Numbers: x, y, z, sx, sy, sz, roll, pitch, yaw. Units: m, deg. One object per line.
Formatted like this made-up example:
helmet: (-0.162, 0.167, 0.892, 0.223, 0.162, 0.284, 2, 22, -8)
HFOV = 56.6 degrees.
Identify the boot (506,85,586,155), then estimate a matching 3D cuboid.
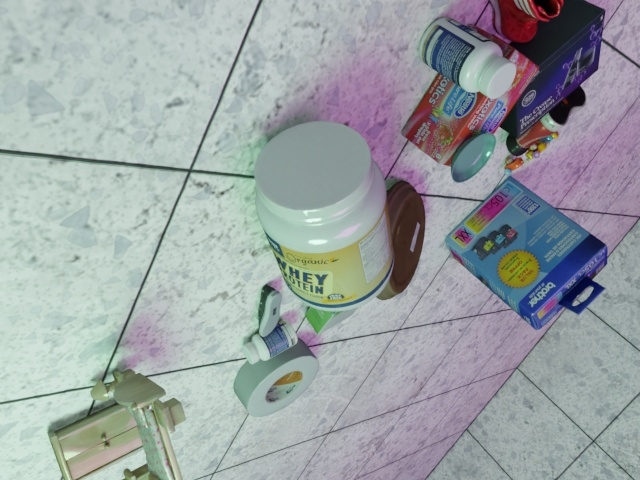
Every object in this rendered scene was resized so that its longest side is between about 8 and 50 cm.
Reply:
boot: (0.564, -0.309, 1.512, 0.244, 0.088, 0.176, -42, 179, -37)

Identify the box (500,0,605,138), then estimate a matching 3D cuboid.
box: (0.496, -0.384, 1.324, 0.261, 0.103, 0.184, -41, 144, -5)

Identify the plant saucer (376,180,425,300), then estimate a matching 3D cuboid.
plant saucer: (0.182, 0.003, 1.354, 0.278, 0.041, 0.278, -33, 128, -55)

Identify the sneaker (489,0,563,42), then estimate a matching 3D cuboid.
sneaker: (0.403, -0.429, 1.145, 0.087, 0.128, 0.221, -52, 146, 13)

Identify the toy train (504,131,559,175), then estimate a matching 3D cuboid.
toy train: (0.557, -0.247, 1.585, 0.166, 0.046, 0.125, -42, -175, -17)

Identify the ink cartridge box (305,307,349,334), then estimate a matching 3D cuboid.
ink cartridge box: (0.044, 0.144, 1.403, 0.109, 0.062, 0.209, -27, 164, -25)

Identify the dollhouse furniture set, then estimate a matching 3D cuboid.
dollhouse furniture set: (-0.352, 0.419, 1.072, 0.173, 0.355, 0.303, -21, 102, -32)

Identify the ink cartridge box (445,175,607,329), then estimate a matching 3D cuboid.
ink cartridge box: (0.580, 0.049, 1.622, 0.270, 0.395, 0.151, -45, 147, 1)

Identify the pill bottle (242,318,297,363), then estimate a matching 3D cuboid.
pill bottle: (-0.120, 0.240, 1.391, 0.120, 0.067, 0.067, -26, 143, -25)

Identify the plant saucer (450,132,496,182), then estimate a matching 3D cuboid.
plant saucer: (0.303, -0.171, 1.198, 0.119, 0.021, 0.119, -29, 146, -22)

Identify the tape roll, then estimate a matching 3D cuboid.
tape roll: (-0.111, 0.350, 1.520, 0.219, 0.072, 0.219, -27, 144, -22)

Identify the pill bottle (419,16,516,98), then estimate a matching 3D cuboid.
pill bottle: (0.267, -0.327, 1.076, 0.094, 0.169, 0.094, -27, 144, -23)

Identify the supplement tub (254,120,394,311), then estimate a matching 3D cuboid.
supplement tub: (0.011, -0.036, 1.077, 0.228, 0.228, 0.316, -35, 146, -13)

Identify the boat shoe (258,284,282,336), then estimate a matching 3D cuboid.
boat shoe: (-0.118, 0.156, 1.326, 0.049, 0.040, 0.142, -26, 144, -40)

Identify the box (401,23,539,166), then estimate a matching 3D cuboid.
box: (0.301, -0.282, 1.206, 0.128, 0.122, 0.257, 5, 124, -50)
